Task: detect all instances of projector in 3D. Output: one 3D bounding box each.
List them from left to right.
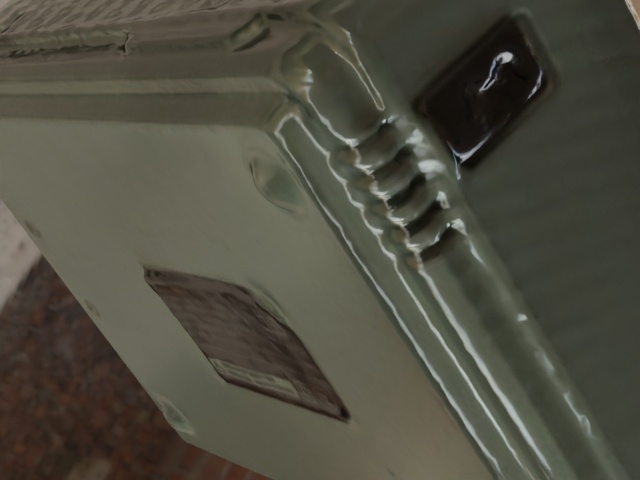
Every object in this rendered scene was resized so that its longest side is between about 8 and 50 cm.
[{"bbox_3d":[0.000,0.000,0.455,0.099,0.257,0.192,-44,116,-22],"label":"projector"}]
